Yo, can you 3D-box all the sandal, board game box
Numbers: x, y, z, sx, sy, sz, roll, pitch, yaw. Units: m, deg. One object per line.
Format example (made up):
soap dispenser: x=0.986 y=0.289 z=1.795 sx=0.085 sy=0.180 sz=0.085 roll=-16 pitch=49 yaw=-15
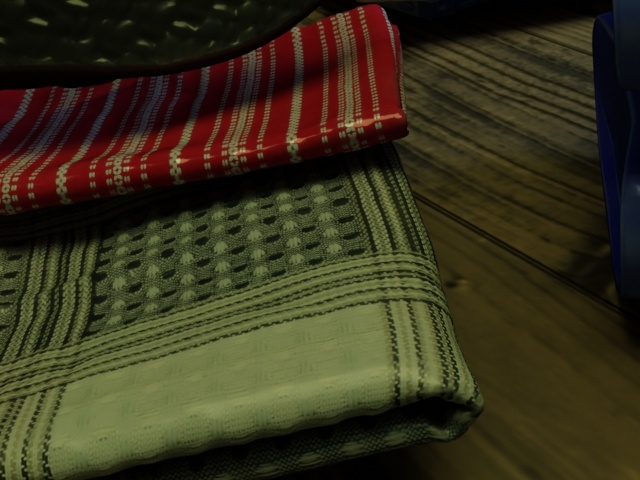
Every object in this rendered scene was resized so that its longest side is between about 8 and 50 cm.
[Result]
sandal: x=-0.200 y=-0.147 z=0.621 sx=0.446 sy=0.167 sz=0.107 roll=-14 pitch=0 yaw=0
board game box: x=0.103 y=-0.230 z=0.995 sx=0.090 sy=0.020 sz=0.090 roll=-24 pitch=36 yaw=-30

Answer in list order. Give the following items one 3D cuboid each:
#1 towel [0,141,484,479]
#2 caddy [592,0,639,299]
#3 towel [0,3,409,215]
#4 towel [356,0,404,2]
towel: x=-0.111 y=0.018 z=0.531 sx=0.324 sy=0.056 sz=0.312 roll=-14 pitch=31 yaw=3
caddy: x=0.236 y=-0.110 z=0.565 sx=0.179 sy=0.241 sz=0.341 roll=-3 pitch=31 yaw=12
towel: x=-0.089 y=-0.077 z=0.626 sx=0.275 sy=0.031 sz=0.199 roll=-10 pitch=26 yaw=7
towel: x=0.147 y=-0.289 z=1.025 sx=0.332 sy=0.053 sz=0.317 roll=-8 pitch=28 yaw=-13
